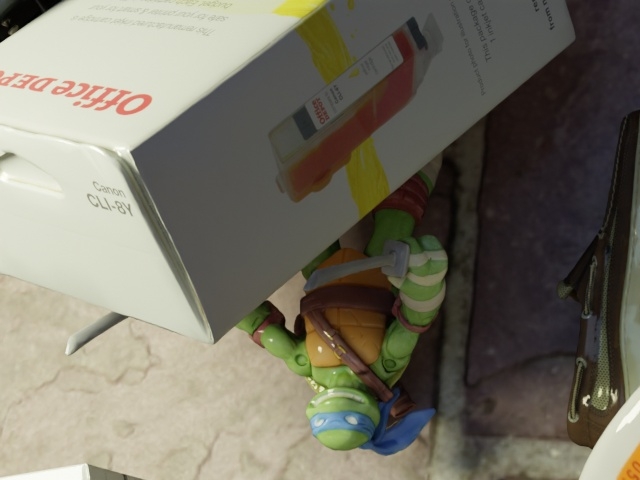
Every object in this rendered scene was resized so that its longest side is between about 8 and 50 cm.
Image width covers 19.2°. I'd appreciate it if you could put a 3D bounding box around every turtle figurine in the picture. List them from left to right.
[{"bbox_3d":[0.000,0.000,1.387,0.198,0.275,0.266,-37,33,45],"label":"turtle figurine"}]

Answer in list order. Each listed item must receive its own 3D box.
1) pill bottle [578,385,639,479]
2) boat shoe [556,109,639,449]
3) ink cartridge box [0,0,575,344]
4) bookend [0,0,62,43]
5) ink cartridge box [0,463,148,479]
[{"bbox_3d":[0.365,0.229,1.163,0.224,0.224,0.392,-49,62,4],"label":"pill bottle"},{"bbox_3d":[0.214,0.027,1.364,0.095,0.095,0.257,-3,74,29],"label":"boat shoe"},{"bbox_3d":[-0.054,-0.119,1.344,0.385,0.160,0.279,-40,32,-28],"label":"ink cartridge box"},{"bbox_3d":[-0.225,-0.186,1.437,0.157,0.156,0.072,-44,75,-6],"label":"bookend"},{"bbox_3d":[-0.187,0.218,1.453,0.109,0.150,0.063,-12,71,20],"label":"ink cartridge box"}]
